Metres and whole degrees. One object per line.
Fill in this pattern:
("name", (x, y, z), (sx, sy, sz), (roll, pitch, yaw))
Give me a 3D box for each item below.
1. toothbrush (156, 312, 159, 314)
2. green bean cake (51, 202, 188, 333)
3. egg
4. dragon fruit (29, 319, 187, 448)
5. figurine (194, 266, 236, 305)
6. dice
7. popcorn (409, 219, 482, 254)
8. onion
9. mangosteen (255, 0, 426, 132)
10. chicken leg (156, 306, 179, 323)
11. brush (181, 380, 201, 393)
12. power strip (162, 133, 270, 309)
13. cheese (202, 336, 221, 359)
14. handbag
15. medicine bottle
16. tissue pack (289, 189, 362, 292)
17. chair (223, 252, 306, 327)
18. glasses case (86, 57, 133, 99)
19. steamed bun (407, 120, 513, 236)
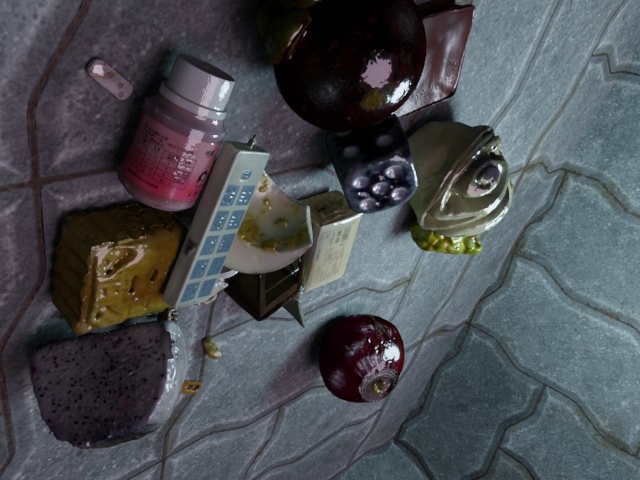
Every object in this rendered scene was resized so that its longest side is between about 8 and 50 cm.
("toothbrush", (-0.423, 0.161, 1.192), (0.276, 0.025, 0.019), (11, 116, -56))
("green bean cake", (-0.368, 0.049, 1.036), (0.224, 0.131, 0.229), (-14, 135, -46))
("egg", (-0.155, -0.059, 1.167), (0.206, 0.162, 0.271), (-43, 109, 14))
("dragon fruit", (-0.398, 0.292, 1.099), (0.283, 0.221, 0.204), (-14, 158, -4))
("figurine", (-0.252, 0.078, 1.241), (0.132, 0.132, 0.153), (-20, 148, -40))
("dice", (0.122, -0.186, 1.305), (0.183, 0.182, 0.181), (-18, 143, 5))
("popcorn", (0.438, -0.079, 1.845), (0.242, 0.235, 0.250), (-4, 116, -28))
("onion", (0.120, 0.422, 1.940), (0.260, 0.282, 0.336), (11, 127, -34))
("mangosteen", (0.038, -0.347, 0.992), (0.311, 0.311, 0.311), (-33, 145, -26))
("chicken leg", (-0.365, 0.221, 1.263), (0.085, 0.069, 0.198), (8, 132, -26))
("brush", (-0.412, 0.379, 1.457), (0.090, 0.017, 0.314), (-48, 150, 3))
("power strip", (-0.194, -0.031, 1.030), (0.106, 0.043, 0.367), (-13, 132, -62))
("cheese", (-0.290, 0.293, 1.489), (0.030, 0.044, 0.083), (-50, 151, -33))
("handbag", (0.244, -0.437, 1.337), (0.275, 0.084, 0.260), (-30, 145, -29))
("medicine bottle", (-0.239, -0.181, 0.939), (0.147, 0.147, 0.247), (2, 123, -53))
("tissue pack", (0.000, 0.000, 1.460), (0.159, 0.125, 0.234), (-22, 141, -36))
("chair", (-0.136, 0.120, 1.394), (0.186, 0.160, 0.319), (-34, 145, -35))
("glasses case", (-0.328, -0.252, 0.863), (0.032, 0.021, 0.083), (-51, 149, -2))
("steamed bun", (0.421, -0.189, 1.596), (0.339, 0.247, 0.352), (-23, 98, -34))
